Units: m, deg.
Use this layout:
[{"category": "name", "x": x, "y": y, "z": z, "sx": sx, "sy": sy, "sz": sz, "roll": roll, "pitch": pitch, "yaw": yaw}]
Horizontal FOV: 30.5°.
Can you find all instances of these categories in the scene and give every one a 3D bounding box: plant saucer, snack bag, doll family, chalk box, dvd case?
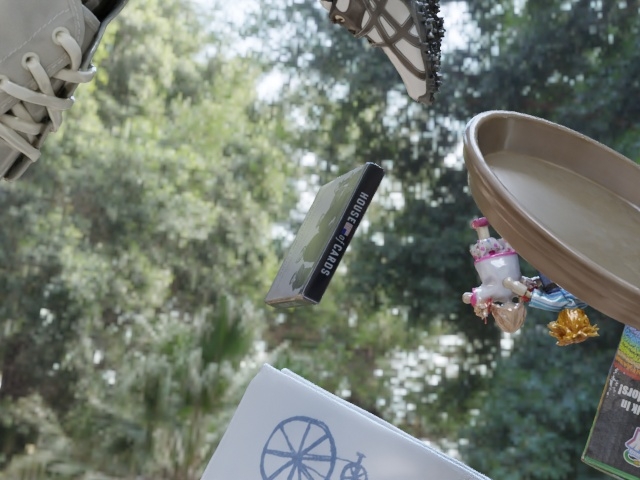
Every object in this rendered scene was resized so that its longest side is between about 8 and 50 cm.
[{"category": "plant saucer", "x": 0.228, "y": -0.010, "z": 0.926, "sx": 0.278, "sy": 0.278, "sz": 0.041, "roll": 16, "pitch": -61, "yaw": -24}, {"category": "snack bag", "x": -0.019, "y": 0.318, "z": 1.094, "sx": 0.323, "sy": 0.342, "sz": 0.037, "roll": 22, "pitch": -10, "yaw": 41}, {"category": "doll family", "x": 0.299, "y": 0.034, "z": 1.347, "sx": 0.263, "sy": 0.163, "sz": 0.118, "roll": -8, "pitch": -12, "yaw": -14}, {"category": "chalk box", "x": 0.406, "y": 0.184, "z": 1.239, "sx": 0.180, "sy": 0.288, "sz": 0.179, "roll": 22, "pitch": 10, "yaw": 33}, {"category": "dvd case", "x": 0.000, "y": 0.000, "z": 1.464, "sx": 0.030, "sy": 0.179, "sz": 0.239, "roll": 28, "pitch": -10, "yaw": -9}]

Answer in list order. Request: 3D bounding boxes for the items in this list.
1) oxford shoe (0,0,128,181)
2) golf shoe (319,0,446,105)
[{"category": "oxford shoe", "x": -0.256, "y": -0.134, "z": 0.937, "sx": 0.130, "sy": 0.449, "sz": 0.169, "roll": 26, "pitch": -6, "yaw": 17}, {"category": "golf shoe", "x": 0.051, "y": -0.195, "z": 0.982, "sx": 0.094, "sy": 0.077, "sz": 0.198, "roll": -6, "pitch": -47, "yaw": 16}]
